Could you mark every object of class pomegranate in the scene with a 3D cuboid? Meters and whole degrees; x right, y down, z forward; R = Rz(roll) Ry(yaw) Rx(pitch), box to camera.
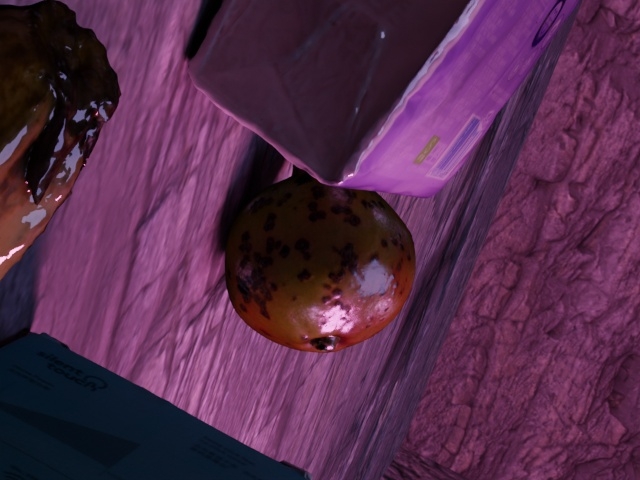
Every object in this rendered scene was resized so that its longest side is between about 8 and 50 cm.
[{"bbox_3d":[0.000,0.000,1.226,0.159,0.159,0.205,102,-9,-52],"label":"pomegranate"}]

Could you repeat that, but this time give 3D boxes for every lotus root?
[{"bbox_3d":[-0.179,0.011,0.572,0.258,0.097,0.110,-55,161,-4],"label":"lotus root"}]

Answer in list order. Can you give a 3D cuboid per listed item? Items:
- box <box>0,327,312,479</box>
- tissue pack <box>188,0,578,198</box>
[{"bbox_3d":[-0.154,0.172,0.758,0.118,0.205,0.311,-65,169,18],"label":"box"},{"bbox_3d":[0.060,-0.163,1.055,0.242,0.160,0.338,-56,168,7],"label":"tissue pack"}]
